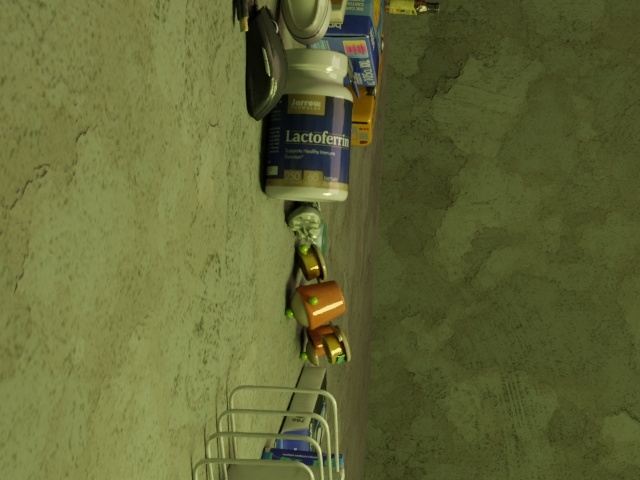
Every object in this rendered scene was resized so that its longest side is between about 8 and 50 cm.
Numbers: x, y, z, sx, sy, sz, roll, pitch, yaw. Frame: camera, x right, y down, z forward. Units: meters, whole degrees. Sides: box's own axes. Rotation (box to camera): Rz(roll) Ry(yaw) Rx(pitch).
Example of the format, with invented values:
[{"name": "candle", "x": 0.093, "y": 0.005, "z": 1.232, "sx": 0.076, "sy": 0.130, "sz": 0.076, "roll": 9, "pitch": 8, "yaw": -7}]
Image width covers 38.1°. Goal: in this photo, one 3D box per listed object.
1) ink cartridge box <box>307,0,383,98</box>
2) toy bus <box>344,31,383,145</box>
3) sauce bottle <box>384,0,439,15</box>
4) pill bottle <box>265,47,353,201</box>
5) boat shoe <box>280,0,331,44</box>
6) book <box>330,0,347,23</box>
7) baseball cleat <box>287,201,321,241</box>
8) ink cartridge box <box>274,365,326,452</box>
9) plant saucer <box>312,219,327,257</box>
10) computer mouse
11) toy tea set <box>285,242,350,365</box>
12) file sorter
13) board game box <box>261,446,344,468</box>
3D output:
[{"name": "ink cartridge box", "x": 0.061, "y": -0.525, "z": 2.094, "sx": 0.270, "sy": 0.151, "sz": 0.396, "roll": 58, "pitch": 38, "yaw": -75}, {"name": "toy bus", "x": 0.106, "y": -0.425, "z": 2.525, "sx": 0.130, "sy": 0.108, "sz": 0.333, "roll": 82, "pitch": 15, "yaw": -53}, {"name": "sauce bottle", "x": 0.216, "y": -0.552, "z": 2.183, "sx": 0.042, "sy": 0.128, "sz": 0.042, "roll": 6, "pitch": 90, "yaw": -84}, {"name": "pill bottle", "x": -0.019, "y": -0.205, "z": 1.677, "sx": 0.153, "sy": 0.153, "sz": 0.265, "roll": 1, "pitch": 92, "yaw": -81}, {"name": "boat shoe", "x": -0.031, "y": -0.495, "z": 1.681, "sx": 0.088, "sy": 0.096, "sz": 0.268, "roll": 28, "pitch": 65, "yaw": -76}, {"name": "book", "x": 0.008, "y": -0.506, "z": 1.910, "sx": 0.035, "sy": 0.096, "sz": 0.144, "roll": 81, "pitch": 16, "yaw": -49}, {"name": "baseball cleat", "x": -0.034, "y": -0.063, "z": 1.954, "sx": 0.206, "sy": 0.072, "sz": 0.110, "roll": 96, "pitch": -7, "yaw": -77}, {"name": "ink cartridge box", "x": -0.039, "y": 0.436, "z": 2.098, "sx": 0.333, "sy": 0.065, "sz": 0.166, "roll": -65, "pitch": 157, "yaw": -65}, {"name": "plant saucer", "x": 0.000, "y": 0.000, "z": 2.298, "sx": 0.119, "sy": 0.021, "sz": 0.119, "roll": 3, "pitch": 90, "yaw": -81}, {"name": "computer mouse", "x": -0.089, "y": -0.319, "z": 1.481, "sx": 0.184, "sy": 0.060, "sz": 0.262, "roll": -52, "pitch": 144, "yaw": -76}, {"name": "toy tea set", "x": -0.023, "y": 0.178, "z": 2.062, "sx": 0.200, "sy": 0.124, "sz": 0.336, "roll": -121, "pitch": -163, "yaw": -48}, {"name": "file sorter", "x": -0.081, "y": 0.365, "z": 1.395, "sx": 0.278, "sy": 0.192, "sz": 0.173, "roll": -67, "pitch": 156, "yaw": -65}, {"name": "board game box", "x": -0.049, "y": 0.488, "z": 1.738, "sx": 0.210, "sy": 0.160, "sz": 0.047, "roll": -76, "pitch": 166, "yaw": -52}]
